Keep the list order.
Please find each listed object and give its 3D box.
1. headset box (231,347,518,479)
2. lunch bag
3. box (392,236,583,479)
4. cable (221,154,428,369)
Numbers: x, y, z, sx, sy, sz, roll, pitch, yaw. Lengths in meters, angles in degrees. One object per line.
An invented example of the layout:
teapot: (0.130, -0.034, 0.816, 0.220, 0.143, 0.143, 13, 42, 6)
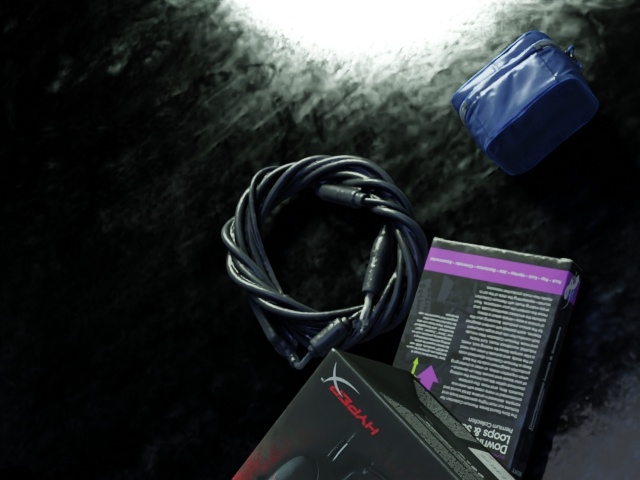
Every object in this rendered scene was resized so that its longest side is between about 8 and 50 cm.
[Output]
headset box: (0.012, 0.255, 0.901, 0.293, 0.110, 0.218, -52, 54, 11)
lunch bag: (0.150, -0.106, 1.013, 0.098, 0.067, 0.065, -39, 55, 11)
box: (0.109, 0.084, 0.982, 0.116, 0.029, 0.162, 11, 75, 36)
cable: (0.000, 0.000, 1.076, 0.150, 0.047, 0.184, -37, 54, 14)
